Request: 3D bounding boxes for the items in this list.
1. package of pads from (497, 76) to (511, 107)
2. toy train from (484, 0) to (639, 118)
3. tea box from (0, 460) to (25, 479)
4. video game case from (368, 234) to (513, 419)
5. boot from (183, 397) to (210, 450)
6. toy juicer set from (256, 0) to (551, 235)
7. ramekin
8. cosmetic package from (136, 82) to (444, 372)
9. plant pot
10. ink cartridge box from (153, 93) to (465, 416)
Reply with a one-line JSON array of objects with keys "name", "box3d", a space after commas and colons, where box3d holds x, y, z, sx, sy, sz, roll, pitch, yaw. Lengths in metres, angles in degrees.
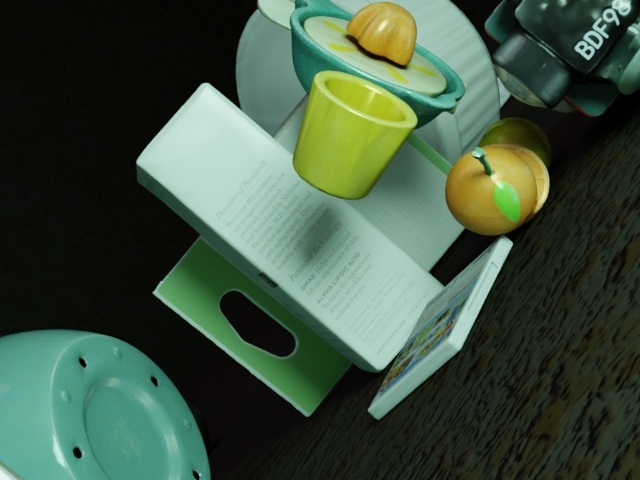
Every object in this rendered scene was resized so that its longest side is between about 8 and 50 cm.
[{"name": "package of pads", "box3d": [0.187, -0.150, 1.485, 0.083, 0.032, 0.050, -51, 6, -16]}, {"name": "toy train", "box3d": [0.234, -0.216, 0.805, 0.334, 0.142, 0.190, -51, -9, 7]}, {"name": "tea box", "box3d": [-0.245, 0.284, 0.697, 0.329, 0.220, 0.323, -51, 4, -18]}, {"name": "video game case", "box3d": [0.077, 0.054, 0.806, 0.087, 0.011, 0.122, -47, 4, 39]}, {"name": "boot", "box3d": [-0.349, 0.281, 1.474, 0.284, 0.378, 0.138, -62, -24, -50]}, {"name": "toy juicer set", "box3d": [0.071, -0.116, 0.910, 0.329, 0.209, 0.089, -104, 35, -61]}, {"name": "ramekin", "box3d": [0.054, -0.139, 1.247, 0.127, 0.273, 0.273, -37, -5, -36]}, {"name": "cosmetic package", "box3d": [-0.027, -0.006, 0.944, 0.085, 0.231, 0.117, -51, 4, -8]}, {"name": "plant pot", "box3d": [-0.234, 0.207, 1.029, 0.235, 0.293, 0.293, -31, 11, 24]}, {"name": "ink cartridge box", "box3d": [0.000, 0.000, 1.040, 0.235, 0.171, 0.056, -50, 11, 0]}]
